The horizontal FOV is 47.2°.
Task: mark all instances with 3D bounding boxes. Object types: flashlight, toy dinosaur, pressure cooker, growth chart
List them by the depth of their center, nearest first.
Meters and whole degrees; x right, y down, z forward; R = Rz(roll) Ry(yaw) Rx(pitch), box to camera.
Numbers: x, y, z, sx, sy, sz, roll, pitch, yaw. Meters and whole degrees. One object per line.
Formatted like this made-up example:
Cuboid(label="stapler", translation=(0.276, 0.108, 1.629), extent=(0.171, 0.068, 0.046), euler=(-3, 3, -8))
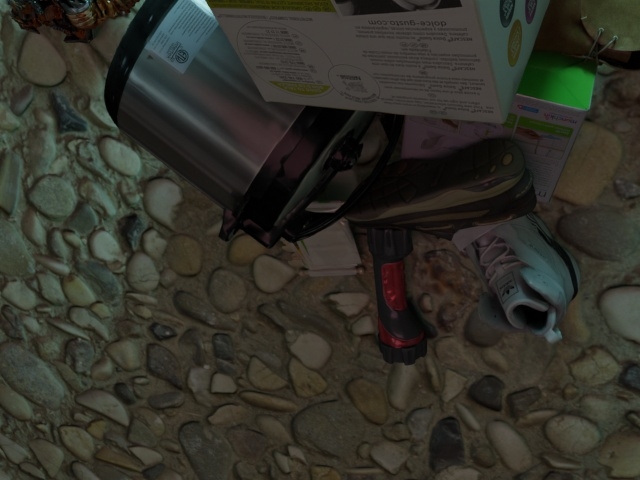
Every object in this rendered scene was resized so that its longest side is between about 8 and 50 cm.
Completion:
Cuboid(label="pressure cooker", translation=(-0.085, -0.213, 1.188), extent=(0.420, 0.375, 0.370), euler=(36, 133, 1))
Cuboid(label="toy dinosaur", translation=(-0.451, -0.471, 1.358), extent=(0.322, 0.164, 0.218), euler=(-12, 130, 7))
Cuboid(label="flashlight", translation=(0.154, 0.099, 1.452), extent=(0.103, 0.103, 0.304), euler=(-8, 117, -4))
Cuboid(label="growth chart", translation=(0.000, 0.000, 1.458), extent=(0.172, 0.021, 0.237), euler=(3, 140, 17))

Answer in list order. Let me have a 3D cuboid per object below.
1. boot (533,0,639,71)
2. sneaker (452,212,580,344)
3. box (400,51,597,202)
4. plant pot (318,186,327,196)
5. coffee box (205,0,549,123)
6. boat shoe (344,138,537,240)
Cuboid(label="boot", translation=(0.382, -0.297, 1.034), extent=(0.305, 0.115, 0.112), euler=(-8, 155, -9))
Cuboid(label="sneaker", translation=(0.309, 0.017, 1.274), extent=(0.366, 0.210, 0.137), euler=(44, 124, -7))
Cuboid(label="box", translation=(0.273, -0.199, 1.166), extent=(0.262, 0.127, 0.231), euler=(16, 150, 12))
Cuboid(label="plant pot", translation=(-0.040, -0.094, 1.433), extent=(0.083, 0.083, 0.079), euler=(33, 136, 0))
Cuboid(label="coffee box", translation=(0.074, -0.377, 0.845), extent=(0.338, 0.338, 0.334), euler=(11, 153, 30))
Cuboid(label="boat shoe", translation=(0.185, -0.055, 1.195), extent=(0.355, 0.132, 0.130), euler=(-8, 130, 47))
